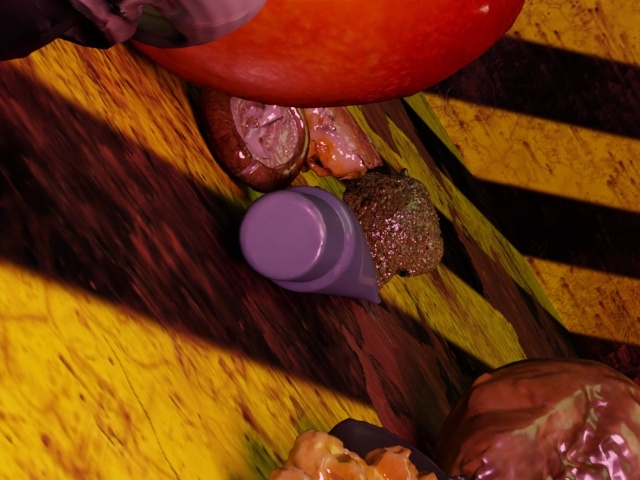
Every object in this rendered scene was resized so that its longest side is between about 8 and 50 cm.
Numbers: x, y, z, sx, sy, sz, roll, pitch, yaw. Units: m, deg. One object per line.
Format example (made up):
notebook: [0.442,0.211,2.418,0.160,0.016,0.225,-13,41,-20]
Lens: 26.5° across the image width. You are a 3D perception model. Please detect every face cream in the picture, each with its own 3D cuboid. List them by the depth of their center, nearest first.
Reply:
face cream: [0.000,0.000,1.202,0.136,0.086,0.385,62,7,5]

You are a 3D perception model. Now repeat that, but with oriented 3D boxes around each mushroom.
mushroom: [-0.060,-0.100,1.200,0.123,0.052,0.123,15,68,-42]

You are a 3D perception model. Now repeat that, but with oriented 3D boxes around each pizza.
pizza: [-0.037,-0.137,1.342,0.305,0.085,0.161,42,16,-45]

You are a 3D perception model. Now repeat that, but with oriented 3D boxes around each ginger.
ginger: [0.205,0.214,1.292,0.223,0.269,0.200,-18,-98,64]

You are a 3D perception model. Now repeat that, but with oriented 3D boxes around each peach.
peach: [-0.007,-0.278,1.079,0.388,0.388,0.388,56,13,-20]

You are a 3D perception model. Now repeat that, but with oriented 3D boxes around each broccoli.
broccoli: [0.069,-0.011,1.453,0.131,0.130,0.120,54,-30,19]

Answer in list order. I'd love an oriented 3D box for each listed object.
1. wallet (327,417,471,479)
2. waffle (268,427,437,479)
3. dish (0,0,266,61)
wallet: [0.116,0.319,0.899,0.228,0.062,0.406,33,28,-40]
waffle: [0.075,0.255,0.771,0.325,0.068,0.302,29,32,-23]
dish: [-0.166,-0.160,0.750,0.273,0.134,0.273,26,-7,3]
